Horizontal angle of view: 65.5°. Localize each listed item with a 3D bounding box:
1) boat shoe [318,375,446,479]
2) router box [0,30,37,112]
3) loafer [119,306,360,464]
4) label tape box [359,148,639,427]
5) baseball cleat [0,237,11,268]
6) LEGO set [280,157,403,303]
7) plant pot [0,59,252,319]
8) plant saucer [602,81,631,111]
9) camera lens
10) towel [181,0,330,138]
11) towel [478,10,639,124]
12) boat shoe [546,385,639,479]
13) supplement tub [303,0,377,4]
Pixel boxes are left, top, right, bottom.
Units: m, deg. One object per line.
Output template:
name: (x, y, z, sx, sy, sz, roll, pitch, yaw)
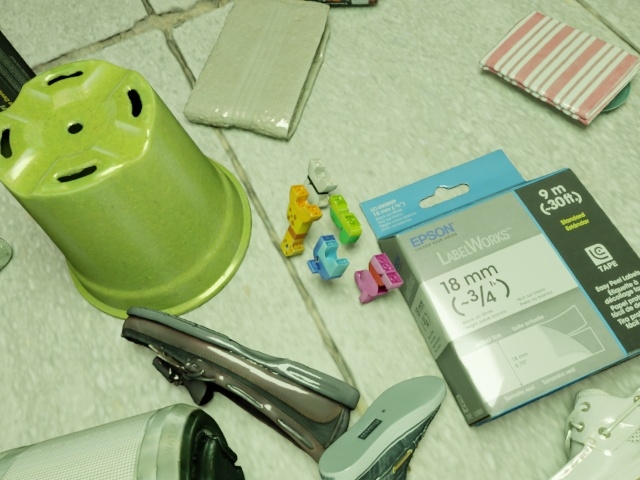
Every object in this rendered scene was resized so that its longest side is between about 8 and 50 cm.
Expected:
boat shoe: (0.080, 0.230, 0.555, 0.183, 0.065, 0.083, -29, 106, -31)
router box: (-0.581, -0.257, 0.715, 0.243, 0.308, 0.080, -8, 62, 2)
loafer: (-0.109, 0.164, 0.580, 0.303, 0.109, 0.095, 18, 71, 10)
label tape box: (0.219, 0.019, 0.616, 0.241, 0.106, 0.333, -21, 64, -6)
baseball cleat: (-0.550, 0.046, 0.696, 0.206, 0.072, 0.109, -30, 27, -32)
LEGO set: (0.000, 0.000, 0.667, 0.087, 0.093, 0.227, -7, 53, -33)
plant pot: (-0.245, -0.068, 0.621, 0.276, 0.254, 0.275, -2, 63, 4)
plant saucer: (0.414, -0.240, 0.772, 0.120, 0.021, 0.119, -2, 64, 5)
camera lens: (-0.211, 0.289, 0.460, 0.275, 0.219, 0.219, -15, 63, -2)
towel: (-0.098, -0.299, 0.837, 0.187, 0.049, 0.282, 12, 67, 13)
towel: (0.363, -0.269, 0.765, 0.144, 0.029, 0.197, -43, 65, -14)
boat shoe: (0.306, 0.204, 0.528, 0.277, 0.098, 0.096, -26, 58, -12)
supplement tub: (0.006, -0.473, 0.880, 0.198, 0.106, 0.106, 1, 64, 7)
